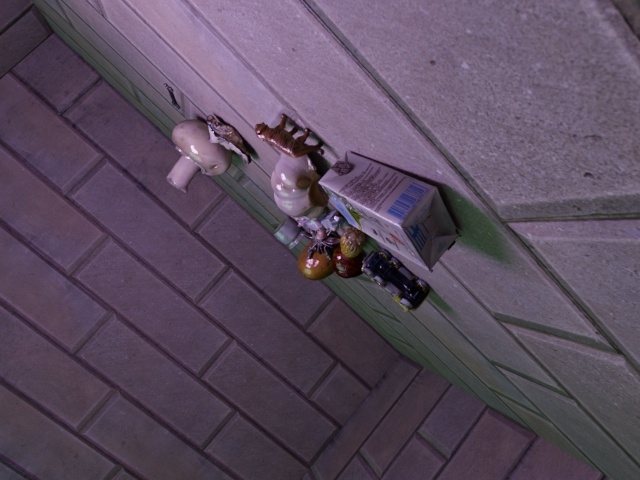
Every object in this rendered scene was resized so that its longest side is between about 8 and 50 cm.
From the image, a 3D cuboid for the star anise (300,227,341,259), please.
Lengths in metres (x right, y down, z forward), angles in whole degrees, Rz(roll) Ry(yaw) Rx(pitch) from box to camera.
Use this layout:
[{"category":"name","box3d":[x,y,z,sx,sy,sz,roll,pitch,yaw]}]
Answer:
[{"category":"star anise","box3d":[0.000,0.000,2.088,0.231,0.089,0.209,-21,94,44]}]

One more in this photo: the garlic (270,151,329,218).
[{"category":"garlic","box3d":[-0.082,-0.187,1.480,0.281,0.185,0.203,50,-173,-48]}]

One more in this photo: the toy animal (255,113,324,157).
[{"category":"toy animal","box3d":[-0.090,-0.291,1.282,0.241,0.099,0.057,38,170,25]}]

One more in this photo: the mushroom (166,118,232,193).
[{"category":"mushroom","box3d":[-0.609,-0.398,2.145,0.314,0.336,0.314,33,173,4]}]

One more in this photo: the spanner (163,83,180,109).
[{"category":"spanner","box3d":[-0.731,-0.708,2.186,0.054,0.015,0.254,44,170,-4]}]

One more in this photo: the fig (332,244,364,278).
[{"category":"fig","box3d":[0.137,0.112,2.005,0.202,0.148,0.149,51,144,3]}]

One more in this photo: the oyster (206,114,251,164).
[{"category":"oyster","box3d":[-0.396,-0.431,1.913,0.259,0.092,0.198,35,172,-14]}]

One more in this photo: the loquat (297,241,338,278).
[{"category":"loquat","box3d":[-0.006,0.103,2.263,0.193,0.238,0.238,40,170,13]}]

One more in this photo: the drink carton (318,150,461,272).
[{"category":"drink carton","box3d":[0.168,-0.081,1.110,0.324,0.132,0.194,34,168,46]}]

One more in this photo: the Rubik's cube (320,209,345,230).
[{"category":"Rubik's cube","box3d":[0.056,-0.072,1.747,0.073,0.075,0.084,48,167,-21]}]

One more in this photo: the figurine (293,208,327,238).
[{"category":"figurine","box3d":[-0.052,-0.120,1.809,0.200,0.133,0.276,17,160,49]}]

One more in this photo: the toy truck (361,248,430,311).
[{"category":"toy truck","box3d":[0.281,0.156,1.729,0.272,0.124,0.157,40,170,8]}]

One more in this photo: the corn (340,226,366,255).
[{"category":"corn","box3d":[0.131,0.017,1.792,0.106,0.106,0.293,40,174,10]}]

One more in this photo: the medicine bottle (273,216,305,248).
[{"category":"medicine bottle","box3d":[-0.179,-0.043,2.573,0.143,0.147,0.147,40,171,-13]}]
